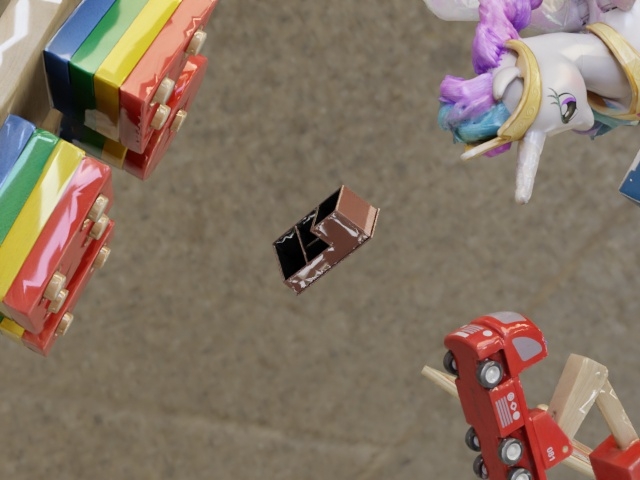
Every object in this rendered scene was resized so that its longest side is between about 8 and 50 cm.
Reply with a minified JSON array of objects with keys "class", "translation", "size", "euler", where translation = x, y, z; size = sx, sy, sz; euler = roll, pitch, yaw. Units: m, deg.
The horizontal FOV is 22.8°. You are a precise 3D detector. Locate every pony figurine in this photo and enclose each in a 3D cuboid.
[{"class":"pony figurine","translation":[0.221,-0.211,1.197],"size":[0.363,0.351,0.303],"euler":[-9,171,-30]}]

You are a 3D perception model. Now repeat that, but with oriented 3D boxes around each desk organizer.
[{"class":"desk organizer","translation":[0.000,0.000,1.685],"size":[0.050,0.047,0.130],"euler":[36,131,-18]}]

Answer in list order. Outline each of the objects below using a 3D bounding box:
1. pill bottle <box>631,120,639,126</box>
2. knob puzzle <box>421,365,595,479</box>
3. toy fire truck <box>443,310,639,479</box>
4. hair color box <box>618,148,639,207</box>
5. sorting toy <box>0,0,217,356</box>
[{"class":"pill bottle","translation":[0.372,-0.186,1.569],"size":[0.123,0.122,0.219],"euler":[4,167,-31]},{"class":"knob puzzle","translation":[0.216,0.181,1.562],"size":[0.213,0.213,0.030],"euler":[25,95,-43]},{"class":"toy fire truck","translation":[0.171,0.127,1.147],"size":[0.135,0.047,0.192],"euler":[-26,111,-26]},{"class":"hair color box","translation":[0.364,-0.034,1.123],"size":[0.347,0.105,0.174],"euler":[27,94,-49]},{"class":"sorting toy","translation":[-0.144,-0.057,0.920],"size":[0.255,0.089,0.257],"euler":[-62,-179,-13]}]
